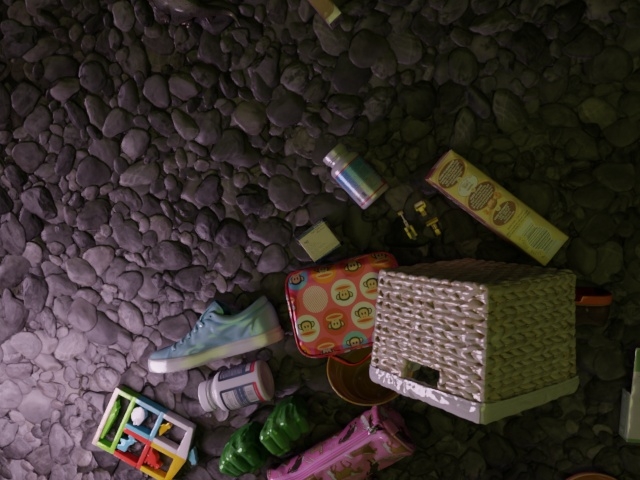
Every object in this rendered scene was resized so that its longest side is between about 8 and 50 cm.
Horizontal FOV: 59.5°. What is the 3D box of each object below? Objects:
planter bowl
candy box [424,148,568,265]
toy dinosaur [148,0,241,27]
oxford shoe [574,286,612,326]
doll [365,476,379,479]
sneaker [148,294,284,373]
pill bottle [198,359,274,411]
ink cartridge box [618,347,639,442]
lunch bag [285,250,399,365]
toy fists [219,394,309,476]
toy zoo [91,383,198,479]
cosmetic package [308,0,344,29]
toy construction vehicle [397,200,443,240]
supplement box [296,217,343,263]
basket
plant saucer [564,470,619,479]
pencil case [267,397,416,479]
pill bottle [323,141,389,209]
[{"bbox_3d":[0.131,0.331,1.401,0.217,0.217,0.090,-7,137,9],"label":"planter bowl"},{"bbox_3d":[0.392,-0.079,1.285,0.316,0.183,0.087,38,99,2],"label":"candy box"},{"bbox_3d":[-0.346,-0.572,1.341,0.313,0.160,0.121,37,101,3],"label":"toy dinosaur"},{"bbox_3d":[0.554,0.169,1.341,0.271,0.097,0.098,0,103,8],"label":"oxford shoe"},{"bbox_3d":[0.075,0.693,1.481,0.189,0.046,0.129,-39,130,13],"label":"doll"},{"bbox_3d":[-0.283,0.236,1.460,0.366,0.135,0.150,-17,87,1],"label":"sneaker"},{"bbox_3d":[-0.222,0.387,1.472,0.180,0.108,0.108,-18,94,10],"label":"pill bottle"},{"bbox_3d":[0.824,0.372,1.347,0.171,0.056,0.235,3,95,7],"label":"ink cartridge box"},{"bbox_3d":[0.073,0.173,1.372,0.293,0.120,0.258,-12,84,5],"label":"lunch bag"},{"bbox_3d":[-0.145,0.519,1.460,0.279,0.142,0.096,-33,92,11],"label":"toy fists"},{"bbox_3d":[-0.475,0.553,1.568,0.293,0.030,0.192,27,100,4],"label":"toy zoo"},{"bbox_3d":[0.003,-0.568,1.342,0.041,0.060,0.115,-40,89,11],"label":"cosmetic package"},{"bbox_3d":[0.247,-0.043,1.386,0.086,0.035,0.098,-26,93,10],"label":"toy construction vehicle"},{"bbox_3d":[0.000,0.000,1.416,0.083,0.056,0.083,-37,91,11],"label":"supplement box"},{"bbox_3d":[0.323,0.190,1.201,0.331,0.328,0.266,-5,96,-35],"label":"basket"},{"bbox_3d":[0.685,0.673,1.414,0.200,0.037,0.200,1,98,9],"label":"plant saucer"},{"bbox_3d":[0.048,0.558,1.425,0.386,0.160,0.167,-36,104,13],"label":"pencil case"},{"bbox_3d":[0.084,-0.160,1.368,0.087,0.087,0.160,-43,90,11],"label":"pill bottle"}]
